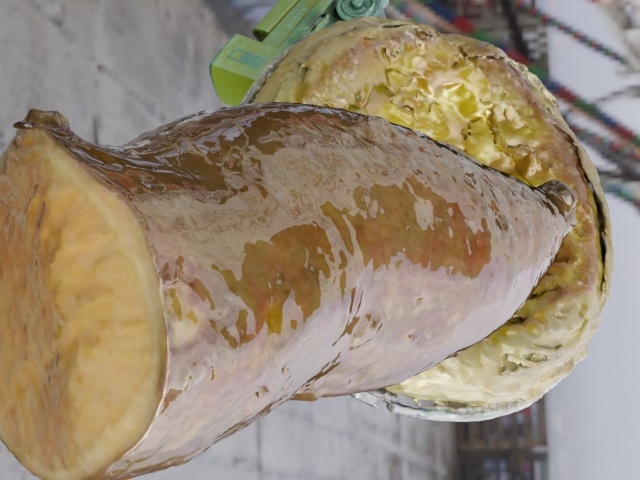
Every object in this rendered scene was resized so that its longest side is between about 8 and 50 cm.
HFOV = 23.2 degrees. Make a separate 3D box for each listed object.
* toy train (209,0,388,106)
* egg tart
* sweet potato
[{"bbox_3d":[-0.010,-0.119,0.980,0.122,0.081,0.050,-53,149,-27],"label":"toy train"},{"bbox_3d":[0.051,-0.010,0.842,0.094,0.234,0.234,135,-39,-56],"label":"egg tart"},{"bbox_3d":[0.000,0.003,0.644,0.337,0.131,0.131,-13,101,-53],"label":"sweet potato"}]
